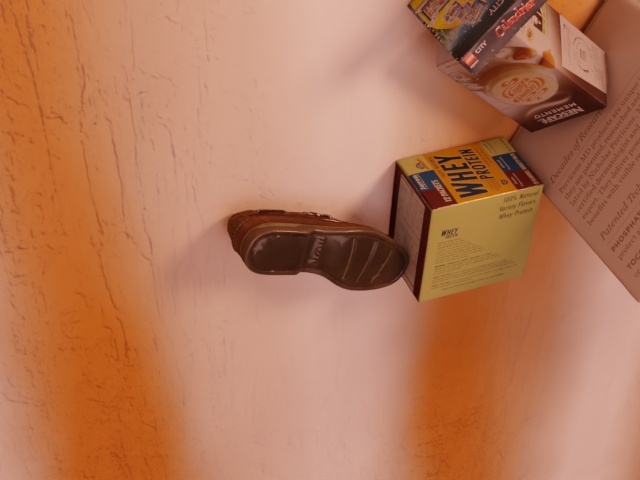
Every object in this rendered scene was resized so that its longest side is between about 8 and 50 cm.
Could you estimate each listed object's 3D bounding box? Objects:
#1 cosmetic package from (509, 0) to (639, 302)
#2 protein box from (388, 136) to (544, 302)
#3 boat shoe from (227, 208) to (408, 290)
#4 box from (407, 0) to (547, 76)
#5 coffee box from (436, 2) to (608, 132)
[{"bbox_3d":[0.580,-0.129,1.687,0.329,0.393,0.327,9,124,-35],"label":"cosmetic package"},{"bbox_3d":[0.231,-0.035,1.768,0.200,0.136,0.201,-13,134,-17],"label":"protein box"},{"bbox_3d":[0.000,0.000,1.701,0.307,0.104,0.110,12,113,-34],"label":"boat shoe"},{"bbox_3d":[0.242,-0.356,1.465,0.233,0.159,0.044,-46,135,16],"label":"box"},{"bbox_3d":[0.299,-0.265,1.585,0.141,0.098,0.246,-17,150,41],"label":"coffee box"}]
